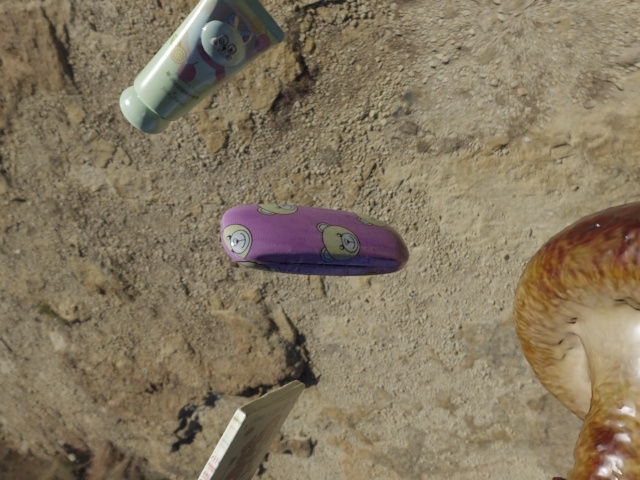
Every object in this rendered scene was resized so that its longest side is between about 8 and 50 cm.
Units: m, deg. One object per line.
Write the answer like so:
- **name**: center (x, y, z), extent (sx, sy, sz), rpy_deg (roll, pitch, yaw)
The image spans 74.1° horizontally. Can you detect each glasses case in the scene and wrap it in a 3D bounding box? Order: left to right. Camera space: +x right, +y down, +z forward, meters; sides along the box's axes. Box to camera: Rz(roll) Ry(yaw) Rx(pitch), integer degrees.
- **glasses case**: center (0.000, 0.000, 0.683), extent (0.317, 0.123, 0.075), rpy_deg (4, 128, -25)

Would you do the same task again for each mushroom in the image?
- **mushroom**: center (0.333, 0.140, 0.452), extent (0.357, 0.331, 0.333), rpy_deg (-26, 105, -2)

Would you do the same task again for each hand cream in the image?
- **hand cream**: center (-0.219, -0.307, 0.740), extent (0.306, 0.093, 0.147), rpy_deg (-36, 138, 16)

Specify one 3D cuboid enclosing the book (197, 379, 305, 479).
- **book**: center (-0.111, 0.293, 0.544), extent (0.022, 0.162, 0.231), rpy_deg (32, 96, 21)
